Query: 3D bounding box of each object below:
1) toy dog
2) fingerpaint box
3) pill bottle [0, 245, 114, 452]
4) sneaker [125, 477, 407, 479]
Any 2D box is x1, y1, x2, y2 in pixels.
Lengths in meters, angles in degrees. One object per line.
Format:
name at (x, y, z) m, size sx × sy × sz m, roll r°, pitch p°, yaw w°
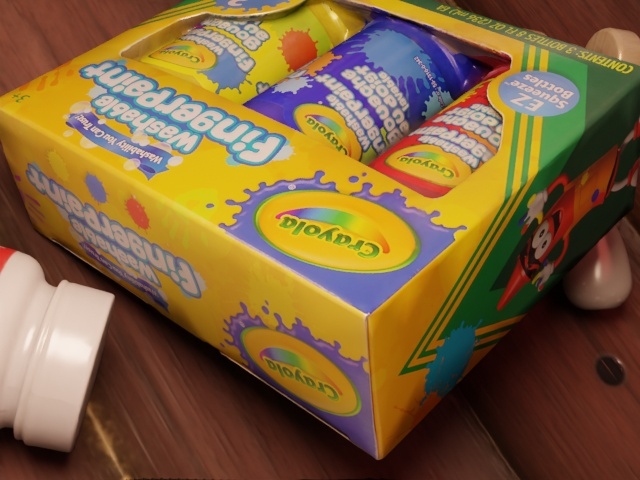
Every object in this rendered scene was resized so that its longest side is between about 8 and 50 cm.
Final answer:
toy dog at (0.267, -0.088, 1.098) m, size 0.220 × 0.161 × 0.334 m, roll 21°, pitch 71°, yaw -8°
fingerpaint box at (-0.004, -0.077, 0.861) m, size 0.444 × 0.163 × 0.371 m, roll 29°, pitch 52°, yaw 34°
pill bottle at (-0.322, 0.070, 0.781) m, size 0.283 × 0.161 × 0.161 m, roll 16°, pitch 57°, yaw -9°
sneaker at (0.025, 0.329, 0.778) m, size 0.447 × 0.169 × 0.258 m, roll 7°, pitch 79°, yaw -23°
